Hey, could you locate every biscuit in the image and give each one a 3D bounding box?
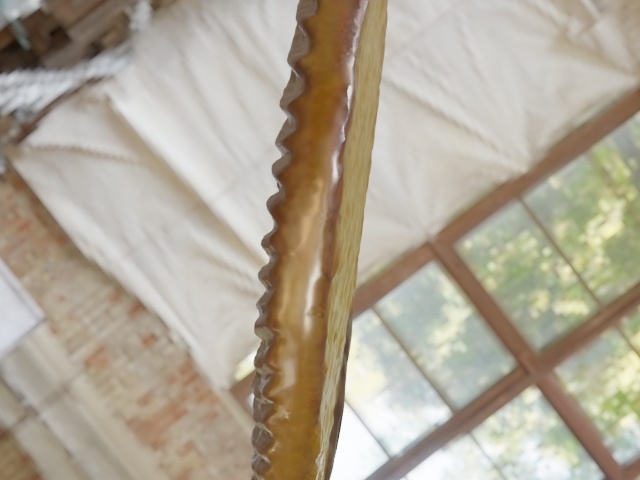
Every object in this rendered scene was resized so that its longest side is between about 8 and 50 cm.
[{"bbox_3d":[0.000,0.000,0.879,0.040,0.318,0.318,7,-169,3],"label":"biscuit"}]
